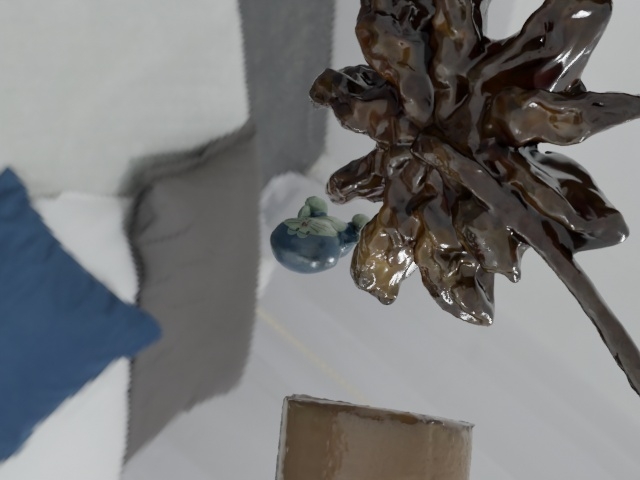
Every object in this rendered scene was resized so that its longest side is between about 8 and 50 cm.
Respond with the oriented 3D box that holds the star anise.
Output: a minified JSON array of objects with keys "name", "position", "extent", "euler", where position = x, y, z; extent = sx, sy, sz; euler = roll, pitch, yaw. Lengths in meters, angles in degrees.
[{"name":"star anise","position":[0.083,-0.032,0.552],"extent":[0.073,0.234,0.177],"euler":[-17,125,-52]}]

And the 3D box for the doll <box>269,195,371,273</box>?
[{"name":"doll","position":[0.000,0.000,1.125],"extent":[0.083,0.076,0.050],"euler":[-24,123,-50]}]

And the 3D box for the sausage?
[{"name":"sausage","position":[0.024,0.227,0.824],"extent":[0.123,0.123,0.253],"euler":[15,80,-71]}]
